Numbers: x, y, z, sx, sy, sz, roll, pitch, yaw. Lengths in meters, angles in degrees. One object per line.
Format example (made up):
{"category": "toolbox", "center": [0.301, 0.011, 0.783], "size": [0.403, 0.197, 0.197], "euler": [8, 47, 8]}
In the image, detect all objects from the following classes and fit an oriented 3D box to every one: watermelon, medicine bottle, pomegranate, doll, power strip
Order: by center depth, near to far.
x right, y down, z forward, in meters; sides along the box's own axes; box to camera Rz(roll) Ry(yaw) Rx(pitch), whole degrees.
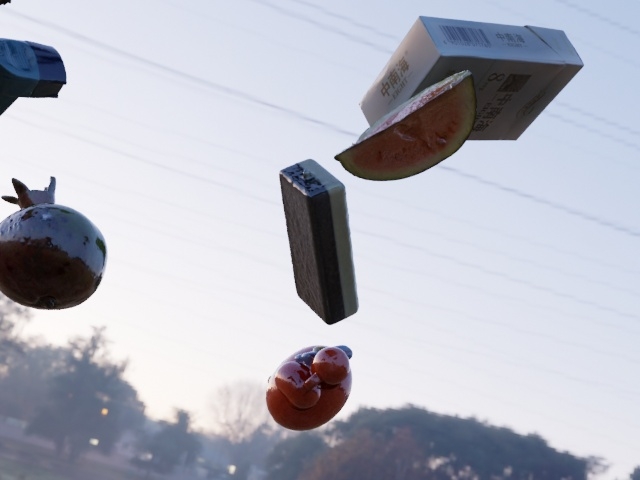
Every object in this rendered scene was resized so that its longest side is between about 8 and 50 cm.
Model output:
{"category": "watermelon", "center": [0.094, -0.124, 1.018], "size": [0.163, 0.069, 0.087], "euler": [-29, -42, 14]}
{"category": "pomegranate", "center": [-0.303, -0.001, 1.063], "size": [0.129, 0.159, 0.129], "euler": [-16, -2, -1]}
{"category": "medicine bottle", "center": [-0.489, -0.194, 1.389], "size": [0.258, 0.079, 0.124], "euler": [-36, -23, 20]}
{"category": "power strip", "center": [0.000, 0.000, 1.467], "size": [0.105, 0.070, 0.257], "euler": [40, -32, 46]}
{"category": "doll", "center": [-0.018, 0.246, 1.625], "size": [0.130, 0.161, 0.290], "euler": [51, -17, 10]}

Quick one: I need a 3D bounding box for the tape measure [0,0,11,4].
{"category": "tape measure", "center": [-0.524, -0.339, 1.159], "size": [0.207, 0.115, 0.235], "euler": [18, 14, 19]}

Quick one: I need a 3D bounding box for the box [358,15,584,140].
{"category": "box", "center": [0.187, -0.193, 1.195], "size": [0.242, 0.067, 0.155], "euler": [-3, -32, -36]}
